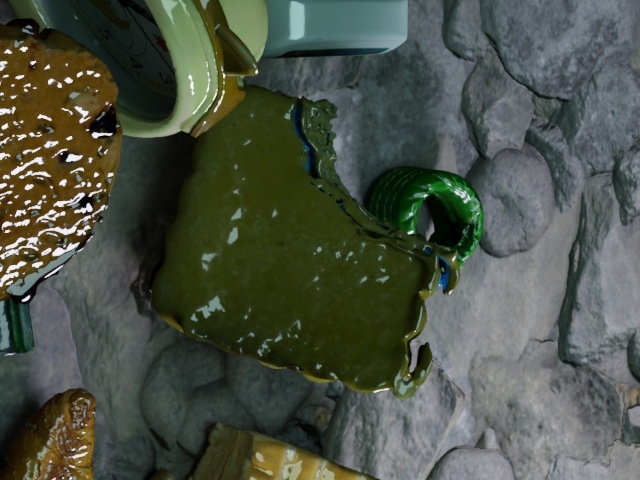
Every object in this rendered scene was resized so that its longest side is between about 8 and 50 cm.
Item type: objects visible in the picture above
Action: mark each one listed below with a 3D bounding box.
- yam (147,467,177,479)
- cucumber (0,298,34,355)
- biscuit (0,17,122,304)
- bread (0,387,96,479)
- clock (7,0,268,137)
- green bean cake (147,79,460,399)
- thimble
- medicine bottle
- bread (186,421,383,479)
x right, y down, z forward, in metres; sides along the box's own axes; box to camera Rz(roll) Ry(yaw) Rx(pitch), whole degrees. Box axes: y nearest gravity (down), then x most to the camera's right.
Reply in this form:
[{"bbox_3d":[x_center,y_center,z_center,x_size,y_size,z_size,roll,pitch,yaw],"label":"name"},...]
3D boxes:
[{"bbox_3d":[-0.210,0.302,1.817,0.145,0.032,0.032,-47,121,-22],"label":"yam"},{"bbox_3d":[-0.332,0.061,1.670,0.116,0.062,0.115,-12,100,-36],"label":"cucumber"},{"bbox_3d":[-0.309,-0.068,1.544,0.296,0.075,0.296,-22,131,-28],"label":"biscuit"},{"bbox_3d":[-0.286,0.257,1.724,0.105,0.076,0.233,24,83,-38],"label":"bread"},{"bbox_3d":[-0.169,-0.232,1.563,0.117,0.348,0.286,-39,119,-26],"label":"clock"},{"bbox_3d":[0.000,0.000,1.789,0.310,0.202,0.285,21,87,3],"label":"green bean cake"},{"bbox_3d":[0.123,-0.025,1.975,0.118,0.090,0.130,-42,120,-25],"label":"thimble"},{"bbox_3d":[-0.028,-0.235,1.809,0.229,0.121,0.083,-5,101,-36],"label":"medicine bottle"},{"bbox_3d":[-0.056,0.348,1.890,0.239,0.111,0.246,26,84,-34],"label":"bread"}]
